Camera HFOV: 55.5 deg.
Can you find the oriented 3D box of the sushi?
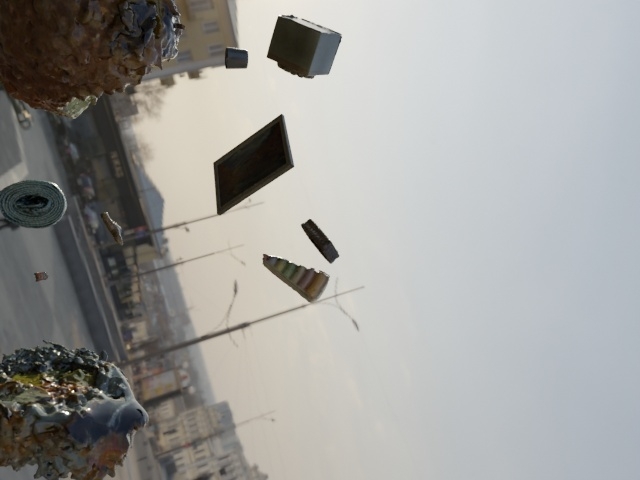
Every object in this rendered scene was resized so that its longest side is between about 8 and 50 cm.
[{"bbox_3d":[-0.617,0.384,1.397,0.417,0.417,0.176,43,-63,63],"label":"sushi"}]

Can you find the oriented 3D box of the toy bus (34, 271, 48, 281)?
[{"bbox_3d":[-0.987,0.127,2.155,0.110,0.043,0.031,173,-95,-67],"label":"toy bus"}]

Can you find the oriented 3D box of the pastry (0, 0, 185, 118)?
[{"bbox_3d":[-0.415,-0.398,1.000,0.405,0.292,0.337,-4,-57,48],"label":"pastry"}]

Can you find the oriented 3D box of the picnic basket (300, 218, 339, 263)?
[{"bbox_3d":[0.000,0.000,2.202,0.193,0.055,0.110,51,-6,48],"label":"picnic basket"}]

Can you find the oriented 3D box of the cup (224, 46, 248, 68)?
[{"bbox_3d":[-0.312,-0.667,2.246,0.100,0.077,0.078,-179,-92,-72],"label":"cup"}]

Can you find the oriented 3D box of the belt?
[{"bbox_3d":[-0.795,-0.101,1.686,0.148,0.163,0.082,64,-13,-12],"label":"belt"}]

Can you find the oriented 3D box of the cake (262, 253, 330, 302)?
[{"bbox_3d":[-0.089,0.118,1.887,0.109,0.225,0.090,92,19,-73],"label":"cake"}]

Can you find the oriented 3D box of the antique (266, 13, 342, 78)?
[{"bbox_3d":[-0.047,-0.538,1.706,0.146,0.152,0.148,27,-66,17],"label":"antique"}]

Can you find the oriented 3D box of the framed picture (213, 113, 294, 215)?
[{"bbox_3d":[-0.176,-0.193,1.547,0.016,0.250,0.184,33,36,-45],"label":"framed picture"}]

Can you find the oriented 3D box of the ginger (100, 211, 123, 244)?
[{"bbox_3d":[-0.534,-0.031,1.575,0.097,0.030,0.048,58,-14,0],"label":"ginger"}]
